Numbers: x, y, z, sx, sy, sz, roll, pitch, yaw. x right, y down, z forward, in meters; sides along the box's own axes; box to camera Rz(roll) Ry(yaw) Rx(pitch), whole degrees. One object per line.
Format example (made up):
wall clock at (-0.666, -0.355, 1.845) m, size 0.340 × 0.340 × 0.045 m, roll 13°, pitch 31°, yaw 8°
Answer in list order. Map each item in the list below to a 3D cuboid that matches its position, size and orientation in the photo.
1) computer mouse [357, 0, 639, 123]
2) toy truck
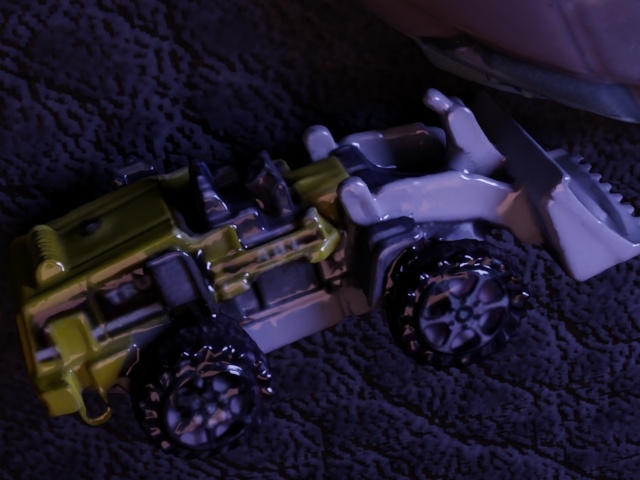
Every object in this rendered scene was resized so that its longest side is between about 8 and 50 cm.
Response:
computer mouse at (0.188, -0.126, 0.682) m, size 0.389 × 0.115 × 0.199 m, roll 4°, pitch 123°, yaw -19°
toy truck at (0.000, 0.000, 0.689) m, size 0.285 × 0.136 × 0.111 m, roll -20°, pitch 122°, yaw -7°
